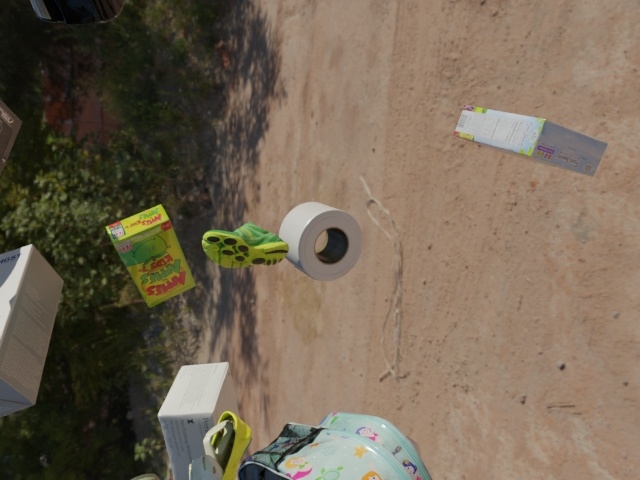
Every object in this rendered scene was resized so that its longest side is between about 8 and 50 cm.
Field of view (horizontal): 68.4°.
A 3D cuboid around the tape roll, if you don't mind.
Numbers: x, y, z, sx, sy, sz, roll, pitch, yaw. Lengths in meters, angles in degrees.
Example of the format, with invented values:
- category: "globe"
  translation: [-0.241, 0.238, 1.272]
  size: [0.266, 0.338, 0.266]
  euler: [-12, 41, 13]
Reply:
- category: "tape roll"
  translation: [0.000, 0.000, 1.609]
  size: [0.169, 0.245, 0.247]
  euler: [25, 111, 59]

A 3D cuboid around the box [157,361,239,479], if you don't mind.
- category: "box"
  translation: [-0.262, 0.401, 1.054]
  size: [0.182, 0.118, 0.181]
  euler: [-89, -7, -72]

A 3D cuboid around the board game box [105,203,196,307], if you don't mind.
- category: "board game box"
  translation: [-0.283, 0.032, 0.806]
  size: [0.043, 0.092, 0.181]
  euler: [50, 157, 35]

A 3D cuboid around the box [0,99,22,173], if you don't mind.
- category: "box"
  translation: [-0.470, -0.149, 0.541]
  size: [0.231, 0.056, 0.183]
  euler: [72, -165, -58]

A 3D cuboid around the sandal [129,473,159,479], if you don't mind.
- category: "sandal"
  translation: [-0.428, 0.698, 1.143]
  size: [0.086, 0.120, 0.303]
  euler: [36, 132, 44]

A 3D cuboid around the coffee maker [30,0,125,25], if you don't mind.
- category: "coffee maker"
  translation: [-0.308, -0.366, 0.574]
  size: [0.178, 0.171, 0.120]
  euler: [84, -155, -59]

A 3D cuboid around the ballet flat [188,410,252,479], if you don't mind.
- category: "ballet flat"
  translation: [-0.170, 0.360, 0.752]
  size: [0.077, 0.077, 0.231]
  euler: [64, -167, -12]

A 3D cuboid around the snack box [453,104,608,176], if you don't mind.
- category: "snack box"
  translation: [0.387, -0.190, 0.888]
  size: [0.207, 0.174, 0.070]
  euler: [41, 118, 59]

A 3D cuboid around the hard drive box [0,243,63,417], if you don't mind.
- category: "hard drive box"
  translation: [-0.478, 0.135, 0.645]
  size: [0.232, 0.180, 0.089]
  euler: [-113, 5, -48]

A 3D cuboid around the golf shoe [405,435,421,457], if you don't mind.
- category: "golf shoe"
  translation: [0.035, 0.432, 0.765]
  size: [0.306, 0.115, 0.140]
  euler: [-43, 18, 22]

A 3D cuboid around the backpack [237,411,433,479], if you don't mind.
- category: "backpack"
  translation: [0.037, 0.327, 0.555]
  size: [0.225, 0.191, 0.253]
  euler: [61, 150, 2]

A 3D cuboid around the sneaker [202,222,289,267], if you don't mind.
- category: "sneaker"
  translation: [-0.234, 0.012, 1.424]
  size: [0.123, 0.295, 0.110]
  euler: [48, 117, 37]
